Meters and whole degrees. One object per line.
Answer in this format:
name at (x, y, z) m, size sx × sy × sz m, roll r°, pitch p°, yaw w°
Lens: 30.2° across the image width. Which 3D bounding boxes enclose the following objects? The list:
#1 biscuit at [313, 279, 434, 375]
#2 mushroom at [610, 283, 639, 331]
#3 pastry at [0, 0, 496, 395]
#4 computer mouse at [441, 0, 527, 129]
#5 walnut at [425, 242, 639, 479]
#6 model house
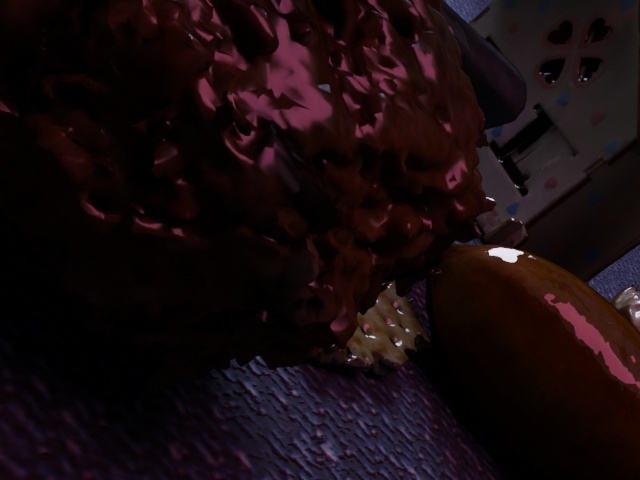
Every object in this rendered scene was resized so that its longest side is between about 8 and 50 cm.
biscuit at (0.001, -0.001, 0.665) m, size 0.144 × 0.016 × 0.203 m, roll 26°, pitch 29°, yaw -50°
mushroom at (0.327, 0.084, 0.865) m, size 0.208 × 0.301 × 0.233 m, roll 20°, pitch -26°, yaw 50°
pastry at (-0.043, -0.081, 0.444) m, size 0.275 × 0.193 × 0.275 m, roll 45°, pitch 20°, yaw -21°
computer mouse at (-0.006, -0.185, 0.844) m, size 0.371 × 0.122 × 0.188 m, roll 40°, pitch 9°, yaw -26°
walnut at (0.134, 0.075, 0.697) m, size 0.207 × 0.116 × 0.116 m, roll 44°, pitch 18°, yaw 4°
model house at (0.226, -0.129, 1.088) m, size 0.169 × 0.244 × 0.326 m, roll 29°, pitch 26°, yaw -42°
